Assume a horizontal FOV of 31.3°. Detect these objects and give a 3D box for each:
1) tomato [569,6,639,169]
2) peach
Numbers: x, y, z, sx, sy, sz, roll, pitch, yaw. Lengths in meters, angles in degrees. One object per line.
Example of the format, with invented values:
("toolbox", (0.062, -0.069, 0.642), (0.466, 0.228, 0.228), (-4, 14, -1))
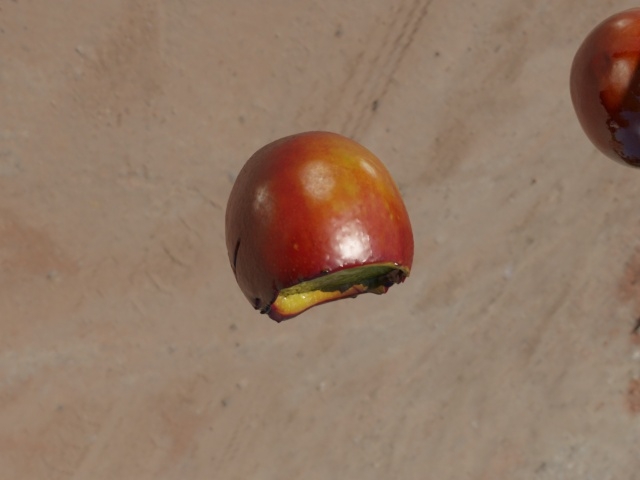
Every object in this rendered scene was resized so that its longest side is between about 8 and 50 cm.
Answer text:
("tomato", (0.365, -0.170, 1.286), (0.136, 0.195, 0.195), (-18, 168, 41))
("peach", (0.000, 0.000, 1.103), (0.189, 0.226, 0.196), (25, 109, -25))
